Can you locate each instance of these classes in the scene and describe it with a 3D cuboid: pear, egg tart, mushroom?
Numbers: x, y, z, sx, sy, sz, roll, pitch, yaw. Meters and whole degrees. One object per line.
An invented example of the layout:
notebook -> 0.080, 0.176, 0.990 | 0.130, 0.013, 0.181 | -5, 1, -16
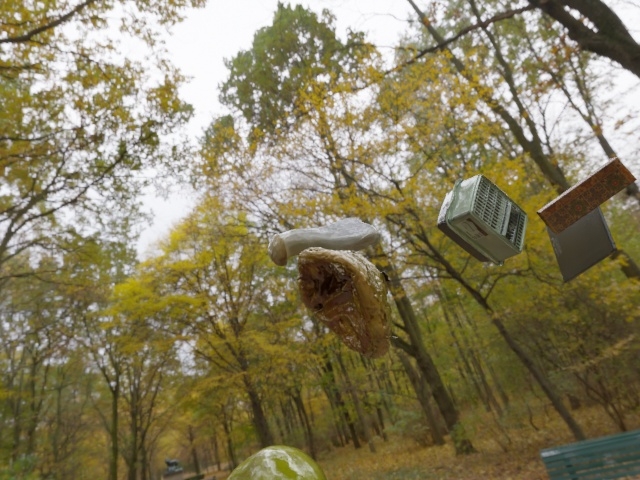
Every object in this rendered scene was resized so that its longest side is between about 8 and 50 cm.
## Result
pear -> -0.100, 0.655, 1.049 | 0.287, 0.287, 0.375 | -23, -7, 17
egg tart -> 0.081, 0.148, 1.092 | 0.153, 0.340, 0.351 | -34, -45, -25
mushroom -> 0.000, 0.000, 1.314 | 0.329, 0.122, 0.159 | -10, -10, -19

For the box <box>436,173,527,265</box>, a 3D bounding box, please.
box -> 0.549, -0.066, 1.427 | 0.291, 0.220, 0.166 | 36, -31, -16

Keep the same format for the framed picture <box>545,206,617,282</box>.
framed picture -> 0.874, -0.021, 1.438 | 0.014, 0.255, 0.338 | -7, -24, 3

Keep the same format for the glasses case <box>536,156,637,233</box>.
glasses case -> 0.674, -0.113, 1.075 | 0.218, 0.075, 0.049 | -40, -6, 16
